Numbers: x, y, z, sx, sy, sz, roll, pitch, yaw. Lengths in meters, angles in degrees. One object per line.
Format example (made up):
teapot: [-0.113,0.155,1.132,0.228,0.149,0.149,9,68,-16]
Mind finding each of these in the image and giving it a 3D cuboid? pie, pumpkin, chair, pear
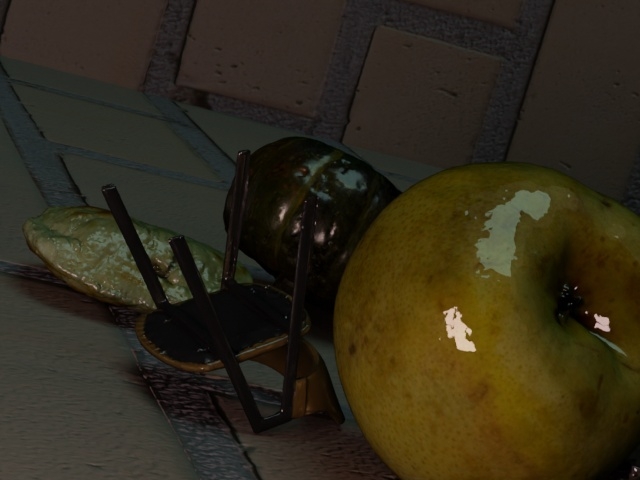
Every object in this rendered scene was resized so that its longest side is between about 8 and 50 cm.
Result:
pie: [-0.183,0.023,1.932,0.248,0.090,0.201,19,7,-10]
pumpkin: [-0.001,0.003,2.112,0.260,0.189,0.260,29,-9,5]
chair: [-0.073,0.066,1.683,0.172,0.247,0.159,-15,24,-23]
pear: [0.145,0.082,1.611,0.304,0.304,0.304,16,11,-3]

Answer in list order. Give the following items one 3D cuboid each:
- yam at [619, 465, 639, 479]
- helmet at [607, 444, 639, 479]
yam: [0.222,0.228,1.338,0.131,0.131,0.279,20,3,17]
helmet: [0.277,0.181,1.739,0.107,0.153,0.177,-19,32,-13]
